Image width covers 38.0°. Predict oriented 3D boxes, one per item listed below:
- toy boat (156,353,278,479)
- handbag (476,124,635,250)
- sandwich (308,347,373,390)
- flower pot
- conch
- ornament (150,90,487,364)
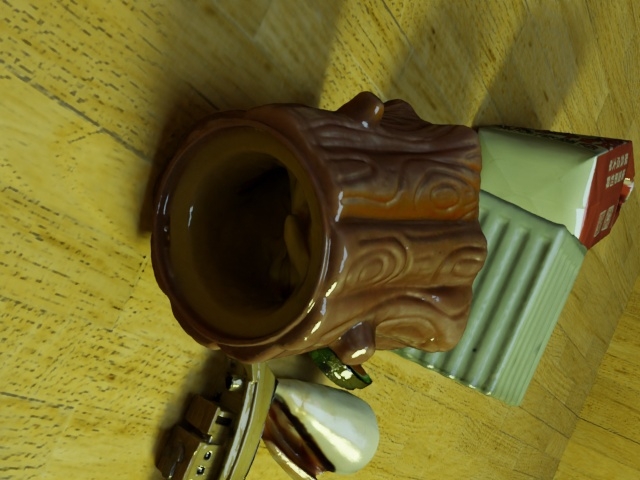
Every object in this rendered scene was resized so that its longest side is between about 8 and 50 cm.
[{"bbox_3d":[-0.102,0.186,0.816,0.072,0.064,0.206,22,88,-44],"label":"toy boat"},{"bbox_3d":[0.316,-0.084,1.260,0.298,0.171,0.151,-23,125,-59],"label":"handbag"},{"bbox_3d":[0.019,0.128,0.988,0.026,0.069,0.101,-39,150,8],"label":"sandwich"},{"bbox_3d":[0.140,0.048,0.987,0.209,0.239,0.190,26,87,-32],"label":"flower pot"},{"bbox_3d":[-0.004,0.196,0.960,0.104,0.094,0.176,-43,149,5],"label":"conch"},{"bbox_3d":[0.000,0.000,0.719,0.235,0.221,0.217,-32,164,30],"label":"ornament"}]
